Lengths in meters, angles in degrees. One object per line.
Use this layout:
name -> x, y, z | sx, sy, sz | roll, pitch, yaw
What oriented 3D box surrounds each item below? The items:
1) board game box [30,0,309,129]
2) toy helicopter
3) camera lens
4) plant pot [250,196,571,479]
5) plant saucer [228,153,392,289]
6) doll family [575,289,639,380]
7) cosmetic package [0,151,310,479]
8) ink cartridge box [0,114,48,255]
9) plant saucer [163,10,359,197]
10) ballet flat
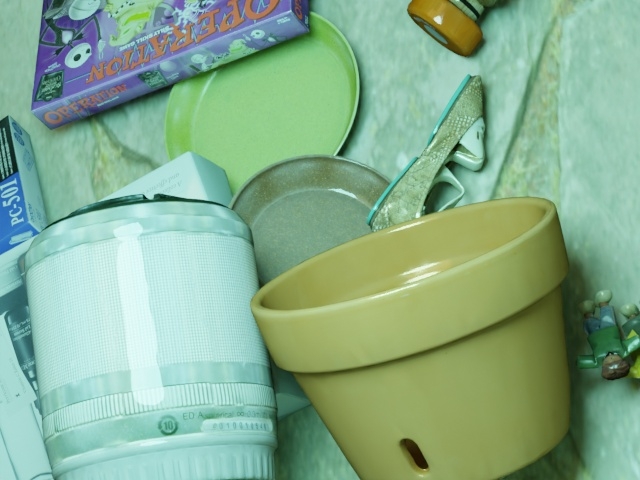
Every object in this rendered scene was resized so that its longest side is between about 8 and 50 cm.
board game box -> -0.172, -0.269, 1.977 | 0.346, 0.056, 0.208 | -18, 56, 23
toy helicopter -> 0.053, -0.357, 1.812 | 0.355, 0.235, 0.140 | 39, 91, 34
camera lens -> -0.158, 0.106, 1.626 | 0.219, 0.219, 0.274 | -15, 75, 22
plant pot -> 0.104, 0.102, 1.576 | 0.290, 0.291, 0.203 | -15, 101, 22
plant saucer -> 0.000, 0.000, 1.769 | 0.198, 0.036, 0.199 | 2, 56, -3
doll family -> 0.330, 0.081, 1.584 | 0.193, 0.076, 0.111 | -31, 40, 19
cosmetic package -> -0.229, 0.119, 1.828 | 0.377, 0.097, 0.284 | -28, 71, 15
ink cartridge box -> -0.371, -0.047, 1.984 | 0.097, 0.046, 0.207 | -34, 41, 10
plant saucer -> -0.060, -0.141, 1.902 | 0.241, 0.037, 0.241 | -10, 66, 23
ballet flat -> 0.126, -0.076, 1.761 | 0.067, 0.073, 0.206 | 31, 75, 10
